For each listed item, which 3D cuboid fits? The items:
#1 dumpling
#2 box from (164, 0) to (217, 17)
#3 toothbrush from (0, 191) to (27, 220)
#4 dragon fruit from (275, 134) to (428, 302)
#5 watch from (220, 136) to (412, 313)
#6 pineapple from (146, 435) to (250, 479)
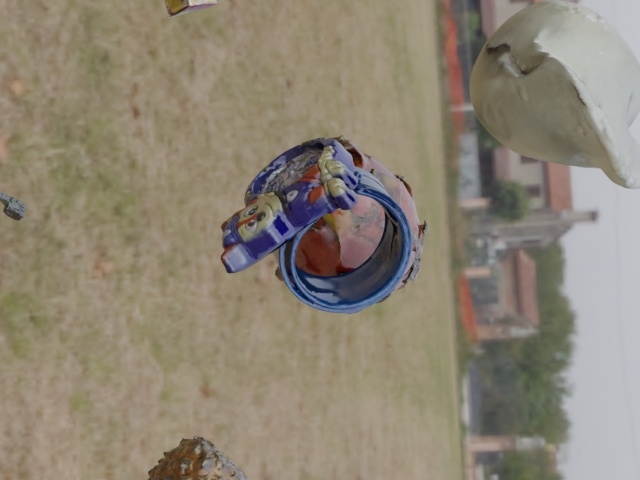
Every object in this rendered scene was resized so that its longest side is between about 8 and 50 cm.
[{"bbox_3d":[0.271,-0.153,1.159,0.175,0.227,0.243,-43,-169,46],"label":"dumpling"},{"bbox_3d":[-0.163,-0.342,1.164,0.050,0.041,0.207,-24,101,-53],"label":"box"},{"bbox_3d":[-0.614,-0.113,1.846,0.297,0.030,0.030,36,41,-39],"label":"toothbrush"},{"bbox_3d":[0.033,-0.026,1.730,0.315,0.250,0.250,12,73,-54],"label":"dragon fruit"},{"bbox_3d":[0.005,-0.007,1.339,0.200,0.196,0.171,51,14,-26],"label":"watch"},{"bbox_3d":[-0.267,0.486,1.766,0.361,0.175,0.175,-48,158,-10],"label":"pineapple"}]
